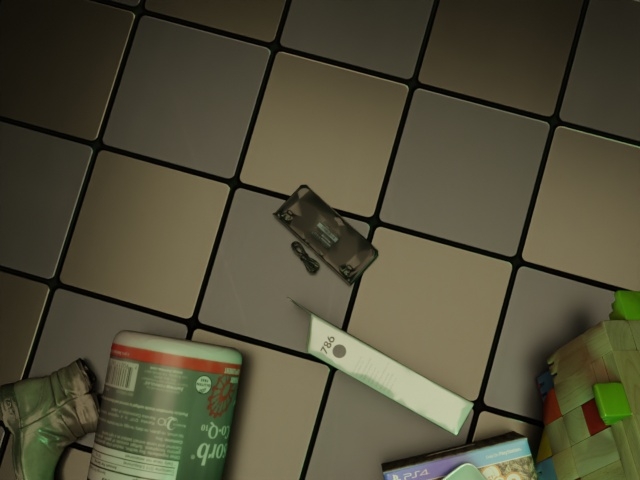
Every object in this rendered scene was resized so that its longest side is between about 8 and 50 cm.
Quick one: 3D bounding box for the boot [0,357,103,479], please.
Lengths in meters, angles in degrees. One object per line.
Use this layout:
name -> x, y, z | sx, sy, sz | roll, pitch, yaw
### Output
boot -> -0.425, 0.328, 1.733 | 0.161, 0.083, 0.247 | -15, 84, -5

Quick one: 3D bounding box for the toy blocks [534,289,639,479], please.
toy blocks -> 0.423, 0.303, 1.578 | 0.190, 0.261, 0.381 | 2, 61, -26

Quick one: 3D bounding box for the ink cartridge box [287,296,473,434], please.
ink cartridge box -> 0.080, 0.200, 1.681 | 0.332, 0.165, 0.065 | 30, 87, 6

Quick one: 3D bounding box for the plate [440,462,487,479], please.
plate -> 0.195, 0.516, 1.555 | 0.278, 0.045, 0.277 | -37, 82, -2

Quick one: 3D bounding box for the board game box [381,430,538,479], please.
board game box -> 0.242, 0.472, 1.653 | 0.232, 0.141, 0.291 | -14, 83, 1

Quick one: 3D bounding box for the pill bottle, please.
pill bottle -> -0.253, 0.334, 1.657 | 0.210, 0.210, 0.363 | 9, 84, 4

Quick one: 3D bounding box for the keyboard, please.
keyboard -> 0.000, 0.000, 1.781 | 0.180, 0.023, 0.108 | 42, 80, 7
